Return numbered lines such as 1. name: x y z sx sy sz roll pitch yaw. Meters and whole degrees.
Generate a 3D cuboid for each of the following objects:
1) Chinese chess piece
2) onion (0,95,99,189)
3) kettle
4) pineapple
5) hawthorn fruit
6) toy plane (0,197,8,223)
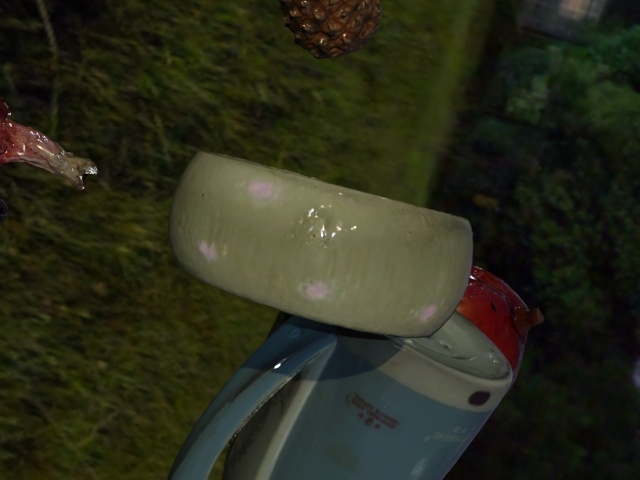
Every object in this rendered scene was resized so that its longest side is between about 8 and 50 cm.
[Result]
1. Chinese chess piece: 0.000 0.000 0.903 0.250 0.250 0.101 -36 141 -84
2. onion: -0.181 -0.046 0.546 0.150 0.140 0.150 10 90 -83
3. kettle: -0.012 0.208 1.157 0.320 0.247 0.342 18 109 -44
4. pineapple: -0.016 -0.401 1.505 0.141 0.170 0.310 -84 152 -45
5. hawthorn fruit: 0.159 0.161 1.670 0.311 0.295 0.295 -29 160 -17
6. toy plane: -0.461 -0.032 1.403 0.242 0.104 0.256 45 -57 51
